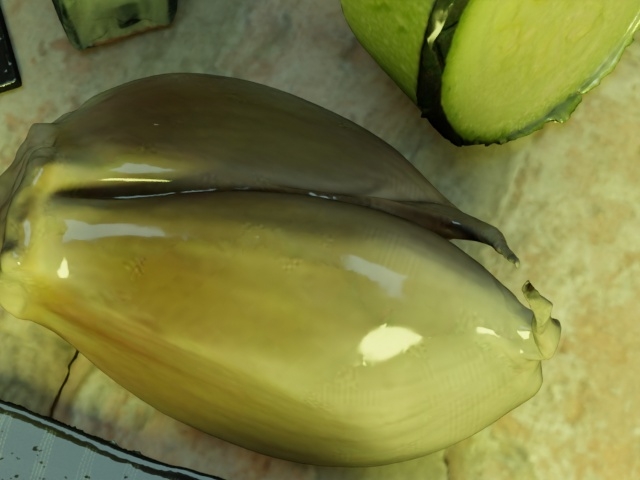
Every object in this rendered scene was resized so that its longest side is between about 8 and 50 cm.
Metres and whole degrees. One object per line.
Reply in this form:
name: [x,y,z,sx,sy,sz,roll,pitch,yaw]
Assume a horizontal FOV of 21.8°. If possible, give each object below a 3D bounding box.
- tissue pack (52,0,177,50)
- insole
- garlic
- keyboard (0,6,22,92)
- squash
tissue pack: [-0.181,-0.318,1.122,0.103,0.228,0.316,-16,69,-8]
insole: [-0.178,0.162,1.039,0.309,0.012,0.110,15,79,3]
garlic: [0.000,0.000,0.991,0.340,0.246,0.231,4,58,22]
keyboard: [-0.268,-0.188,1.196,0.067,0.011,0.202,-19,69,-1]
squash: [0.118,-0.170,1.071,0.220,0.220,0.133,-40,50,-11]
